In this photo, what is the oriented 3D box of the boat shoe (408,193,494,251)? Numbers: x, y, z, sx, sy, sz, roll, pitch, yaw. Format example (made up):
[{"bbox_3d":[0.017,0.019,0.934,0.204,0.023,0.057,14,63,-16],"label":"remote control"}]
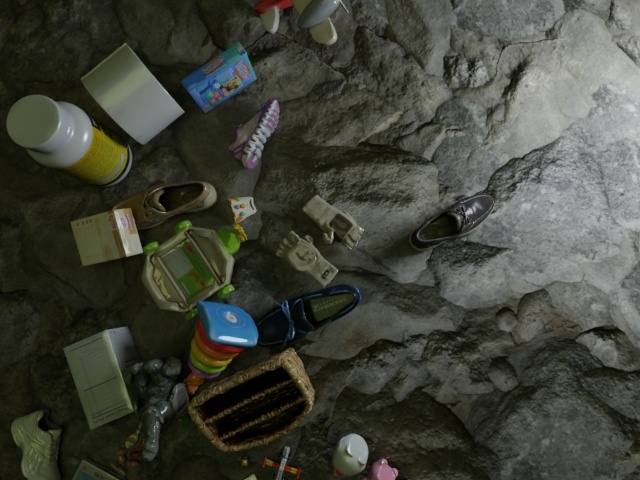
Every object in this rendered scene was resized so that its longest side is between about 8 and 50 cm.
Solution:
[{"bbox_3d":[0.401,-0.056,1.247,0.286,0.092,0.102,-27,83,-1],"label":"boat shoe"}]

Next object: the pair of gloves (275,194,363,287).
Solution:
[{"bbox_3d":[0.000,0.000,1.284,0.204,0.042,0.240,33,81,9],"label":"pair of gloves"}]

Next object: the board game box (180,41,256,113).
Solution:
[{"bbox_3d":[-0.311,-0.502,1.299,0.210,0.160,0.047,-34,83,-2],"label":"board game box"}]

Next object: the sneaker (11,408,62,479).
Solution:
[{"bbox_3d":[-0.817,0.612,1.232,0.116,0.090,0.232,-28,84,-4],"label":"sneaker"}]

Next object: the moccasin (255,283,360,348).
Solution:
[{"bbox_3d":[-0.049,0.209,1.226,0.342,0.117,0.137,-29,83,-1],"label":"moccasin"}]

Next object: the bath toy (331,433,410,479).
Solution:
[{"bbox_3d":[0.161,0.705,1.161,0.348,0.151,0.129,43,122,7],"label":"bath toy"}]

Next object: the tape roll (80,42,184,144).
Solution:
[{"bbox_3d":[-0.561,-0.437,1.261,0.169,0.246,0.246,-41,83,-1],"label":"tape roll"}]

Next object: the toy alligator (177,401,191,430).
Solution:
[{"bbox_3d":[-0.428,0.477,1.250,0.051,0.056,0.189,-25,63,-36],"label":"toy alligator"}]

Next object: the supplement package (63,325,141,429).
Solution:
[{"bbox_3d":[-0.617,0.396,1.222,0.139,0.134,0.243,-23,83,0],"label":"supplement package"}]

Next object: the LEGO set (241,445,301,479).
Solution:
[{"bbox_3d":[-0.131,0.719,1.203,0.183,0.060,0.244,-30,83,-5],"label":"LEGO set"}]

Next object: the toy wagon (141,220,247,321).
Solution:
[{"bbox_3d":[-0.373,0.070,1.283,0.345,0.068,0.267,-35,83,-2],"label":"toy wagon"}]

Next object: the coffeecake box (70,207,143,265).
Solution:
[{"bbox_3d":[-0.648,-0.009,1.260,0.186,0.068,0.142,-11,96,22],"label":"coffeecake box"}]

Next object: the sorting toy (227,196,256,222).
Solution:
[{"bbox_3d":[-0.245,-0.107,1.315,0.075,0.045,0.083,-16,83,-18],"label":"sorting toy"}]

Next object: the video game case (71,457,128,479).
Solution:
[{"bbox_3d":[-0.672,0.790,1.235,0.194,0.023,0.212,25,85,5],"label":"video game case"}]

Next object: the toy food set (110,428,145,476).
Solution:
[{"bbox_3d":[-0.566,0.639,1.252,0.078,0.019,0.122,39,79,6],"label":"toy food set"}]

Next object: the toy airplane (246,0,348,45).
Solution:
[{"bbox_3d":[-0.065,-0.825,1.268,0.387,0.272,0.383,23,86,5],"label":"toy airplane"}]

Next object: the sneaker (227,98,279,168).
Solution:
[{"bbox_3d":[-0.215,-0.350,1.315,0.105,0.095,0.236,27,86,13],"label":"sneaker"}]

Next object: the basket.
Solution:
[{"bbox_3d":[-0.173,0.460,1.151,0.300,0.223,0.213,-25,83,-1],"label":"basket"}]

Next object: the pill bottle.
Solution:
[{"bbox_3d":[-0.712,-0.281,1.204,0.188,0.334,0.187,0,84,2],"label":"pill bottle"}]

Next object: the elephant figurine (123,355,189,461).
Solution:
[{"bbox_3d":[-0.449,0.450,1.145,0.170,0.186,0.239,-22,76,37],"label":"elephant figurine"}]

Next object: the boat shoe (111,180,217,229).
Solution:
[{"bbox_3d":[-0.501,-0.121,1.287,0.342,0.110,0.121,-17,83,1],"label":"boat shoe"}]

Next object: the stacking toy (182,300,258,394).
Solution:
[{"bbox_3d":[-0.327,0.340,1.217,0.301,0.166,0.175,-58,40,15],"label":"stacking toy"}]
